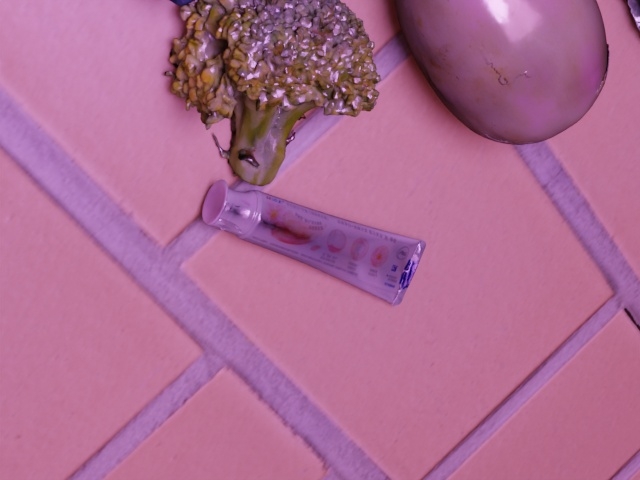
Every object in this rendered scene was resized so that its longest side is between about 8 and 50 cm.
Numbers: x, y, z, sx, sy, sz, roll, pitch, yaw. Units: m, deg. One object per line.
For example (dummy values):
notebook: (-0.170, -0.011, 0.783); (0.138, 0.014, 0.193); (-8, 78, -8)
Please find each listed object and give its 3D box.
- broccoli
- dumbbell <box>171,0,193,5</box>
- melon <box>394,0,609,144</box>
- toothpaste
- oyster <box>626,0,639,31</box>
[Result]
broccoli: (-0.050, -0.178, 1.103); (0.242, 0.180, 0.273); (6, 104, -17)
dumbbell: (-0.058, -0.383, 1.029); (0.316, 0.156, 0.143); (-26, 122, -3)
melon: (0.222, -0.258, 1.163); (0.223, 0.223, 0.317); (-40, 115, -5)
toothpaste: (0.000, 0.000, 1.254); (0.323, 0.066, 0.100); (21, 94, -31)
oyster: (0.504, -0.416, 1.276); (0.162, 0.158, 0.351); (-34, 138, -46)
